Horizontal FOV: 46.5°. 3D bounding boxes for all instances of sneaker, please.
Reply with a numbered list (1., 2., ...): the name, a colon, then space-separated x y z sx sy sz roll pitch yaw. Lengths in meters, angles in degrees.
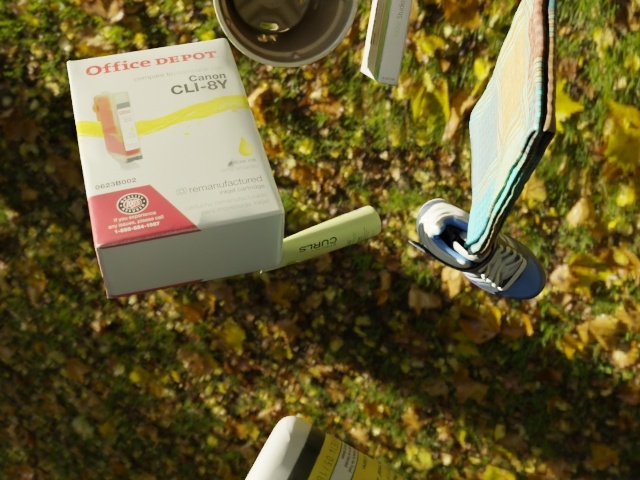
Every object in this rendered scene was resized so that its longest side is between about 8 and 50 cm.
1. sneaker: 0.329 0.039 1.486 0.323 0.236 0.130 36 102 -4

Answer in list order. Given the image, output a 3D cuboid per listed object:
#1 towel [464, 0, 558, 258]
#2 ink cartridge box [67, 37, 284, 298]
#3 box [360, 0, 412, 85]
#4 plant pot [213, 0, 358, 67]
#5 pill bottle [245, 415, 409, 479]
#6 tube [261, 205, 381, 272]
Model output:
1. towel: 0.256 -0.166 1.030 0.040 0.271 0.370 6 157 2
2. ink cartridge box: -0.241 -0.129 1.210 0.279 0.384 0.160 -12 148 -13
3. box: 0.170 -0.539 1.950 0.059 0.322 0.232 7 107 -6
4. plant pot: -0.101 -0.609 1.823 0.334 0.305 0.333 -3 110 -9
5. pill bottle: 0.066 0.324 0.702 0.334 0.188 0.188 29 135 3
6. tube: 0.000 0.000 1.398 0.062 0.240 0.070 27 131 58
